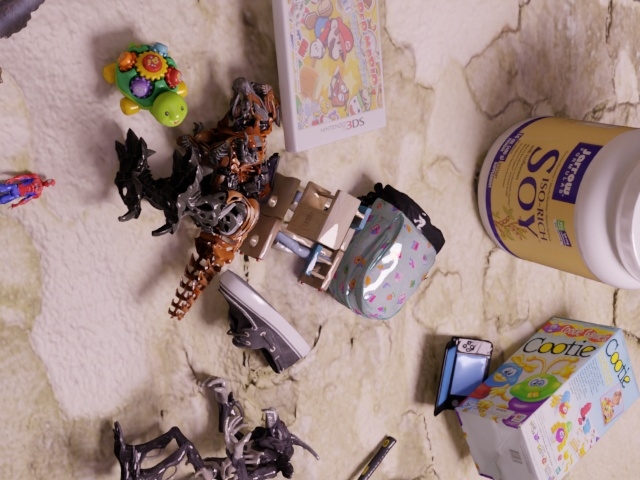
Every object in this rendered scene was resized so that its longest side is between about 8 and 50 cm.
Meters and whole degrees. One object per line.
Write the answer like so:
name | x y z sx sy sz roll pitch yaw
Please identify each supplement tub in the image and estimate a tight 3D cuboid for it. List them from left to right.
supplement tub | 0.426 -0.059 1.738 0.241 0.331 0.241 -7 104 -30

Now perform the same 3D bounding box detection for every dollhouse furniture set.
dollhouse furniture set | 0.000 0.000 1.581 0.129 0.184 0.129 27 86 -33

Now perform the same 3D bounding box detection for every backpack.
backpack | 0.091 0.027 1.684 0.182 0.115 0.152 -51 123 -9

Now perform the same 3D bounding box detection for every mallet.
mallet | 0.052 0.383 1.789 0.189 0.062 0.039 -54 124 -28

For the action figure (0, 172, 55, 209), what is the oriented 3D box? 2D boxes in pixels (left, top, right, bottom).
action figure | -0.388 -0.060 1.429 0.115 0.030 0.038 -18 104 -29

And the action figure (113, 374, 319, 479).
action figure | -0.136 0.276 1.577 0.276 0.164 0.140 -7 109 -24

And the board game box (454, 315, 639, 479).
board game box | 0.374 0.264 1.863 0.275 0.142 0.144 -36 117 -31

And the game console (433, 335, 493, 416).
game console | 0.230 0.221 1.831 0.107 0.071 0.122 8 97 -15

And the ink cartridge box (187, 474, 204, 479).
ink cartridge box | -0.188 0.444 1.596 0.176 0.128 0.127 -38 117 -19

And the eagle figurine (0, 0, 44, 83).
eagle figurine | -0.385 -0.324 1.307 0.226 0.225 0.298 84 14 -61

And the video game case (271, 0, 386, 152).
video game case | 0.016 -0.252 1.593 0.206 0.026 0.226 -21 112 -47

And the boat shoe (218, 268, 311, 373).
boat shoe | -0.092 0.122 1.596 0.076 0.080 0.228 -46 145 -5

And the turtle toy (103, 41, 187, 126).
turtle toy | -0.213 -0.200 1.458 0.095 0.066 0.130 -24 79 -25

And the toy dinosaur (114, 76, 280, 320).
toy dinosaur | -0.141 -0.059 1.514 0.218 0.164 0.321 15 71 -48
